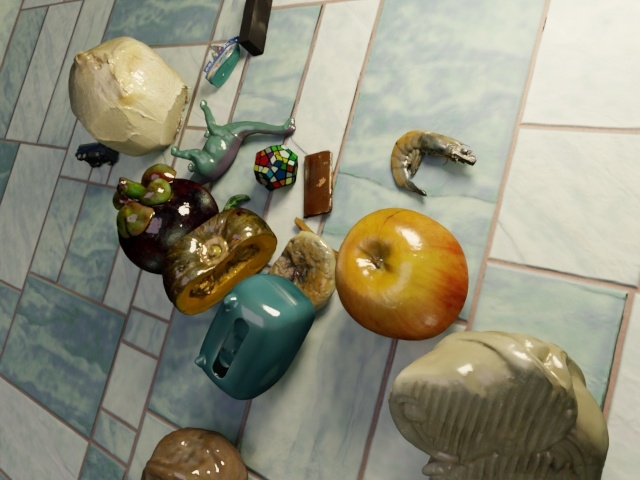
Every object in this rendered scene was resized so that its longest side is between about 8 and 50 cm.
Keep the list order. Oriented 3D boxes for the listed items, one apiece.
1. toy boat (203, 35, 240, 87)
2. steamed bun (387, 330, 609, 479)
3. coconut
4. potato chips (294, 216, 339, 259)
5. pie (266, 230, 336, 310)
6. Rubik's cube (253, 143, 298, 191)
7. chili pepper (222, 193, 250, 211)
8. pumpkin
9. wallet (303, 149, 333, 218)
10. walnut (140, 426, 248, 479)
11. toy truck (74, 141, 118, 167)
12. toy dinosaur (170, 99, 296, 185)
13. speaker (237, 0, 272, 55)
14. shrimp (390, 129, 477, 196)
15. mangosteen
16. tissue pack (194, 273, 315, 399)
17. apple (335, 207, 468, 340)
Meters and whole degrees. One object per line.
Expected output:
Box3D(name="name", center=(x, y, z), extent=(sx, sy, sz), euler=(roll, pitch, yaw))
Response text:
Box3D(name="toy boat", center=(-0.326, -0.595, 1.505), extent=(0.110, 0.091, 0.175), euler=(40, 95, 15))
Box3D(name="steamed bun", center=(0.311, 0.288, 0.830), extent=(0.324, 0.219, 0.310), euler=(-21, 106, 30))
Box3D(name="coconut", center=(-0.625, -0.461, 1.493), extent=(0.345, 0.360, 0.347), euler=(-9, 71, 30))
Box3D(name="potato chips", center=(0.000, 0.000, 1.205), extent=(0.204, 0.026, 0.037), euler=(36, 96, 33))
Box3D(name="pie", center=(-0.039, 0.090, 1.179), extent=(0.185, 0.052, 0.218), euler=(41, 109, 22))
Box3D(name="Rubik's cube", center=(-0.121, -0.198, 1.274), extent=(0.133, 0.133, 0.112), euler=(-52, 32, 10))
Box3D(name="chili pepper", center=(-0.260, -0.096, 1.381), extent=(0.055, 0.035, 0.118), euler=(41, 91, 19))
Box3D(name="pumpkin", center=(-0.267, 0.058, 1.235), extent=(0.317, 0.222, 0.139), euler=(-41, 67, -16))
Box3D(name="wallet", center=(-0.006, -0.151, 1.245), extent=(0.095, 0.026, 0.176), euler=(-10, 72, 35))
Box3D(name="walnut", center=(-0.313, 0.592, 1.127), extent=(0.272, 0.227, 0.274), euler=(-8, 73, 25))
Box3D(name="toy truck", center=(-0.853, -0.332, 1.773), extent=(0.201, 0.074, 0.088), euler=(1, 70, 32))
Box3D(name="toy dinosaur", center=(-0.277, -0.240, 1.397), extent=(0.330, 0.129, 0.384), euler=(28, 94, 24))
Box3D(name="speaker", center=(-0.200, -0.702, 1.464), extent=(0.044, 0.082, 0.218), euler=(3, 78, 32))
Box3D(name="shrimp", center=(0.253, -0.179, 1.088), extent=(0.217, 0.051, 0.150), euler=(24, 94, 40))
Box3D(name="mangosteen", center=(-0.447, -0.050, 1.320), extent=(0.300, 0.300, 0.301), euler=(-8, 74, 29))
Box3D(name="tissue pack", center=(-0.160, 0.231, 1.109), extent=(0.198, 0.206, 0.288), euler=(39, 112, 24))
Box3D(name="apple", center=(0.164, 0.066, 0.967), extent=(0.285, 0.233, 0.287), euler=(-9, 73, 30))
